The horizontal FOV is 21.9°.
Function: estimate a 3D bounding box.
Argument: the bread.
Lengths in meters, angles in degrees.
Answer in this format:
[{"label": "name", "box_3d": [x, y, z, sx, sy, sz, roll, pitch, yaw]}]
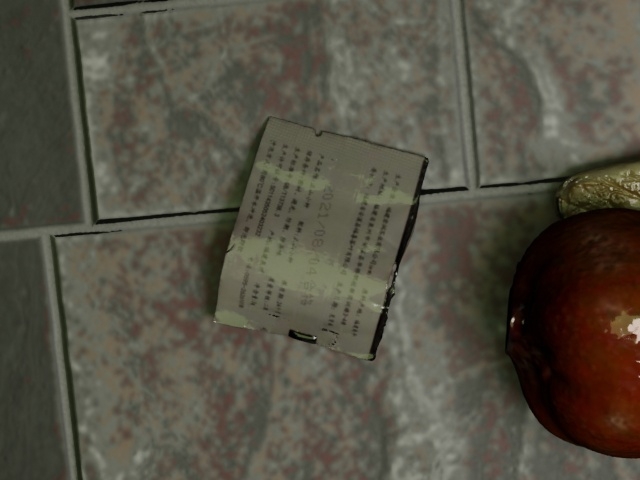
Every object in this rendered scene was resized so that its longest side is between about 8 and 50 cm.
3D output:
[{"label": "bread", "box_3d": [0.372, -0.059, 1.881, 0.214, 0.053, 0.073, -11, 92, 10]}]

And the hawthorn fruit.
[{"label": "hawthorn fruit", "box_3d": [0.350, 0.105, 1.784, 0.311, 0.295, 0.295, 13, 97, 14]}]

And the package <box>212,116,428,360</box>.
[{"label": "package", "box_3d": [0.000, 0.000, 1.923, 0.204, 0.062, 0.250, 15, 93, 3]}]
